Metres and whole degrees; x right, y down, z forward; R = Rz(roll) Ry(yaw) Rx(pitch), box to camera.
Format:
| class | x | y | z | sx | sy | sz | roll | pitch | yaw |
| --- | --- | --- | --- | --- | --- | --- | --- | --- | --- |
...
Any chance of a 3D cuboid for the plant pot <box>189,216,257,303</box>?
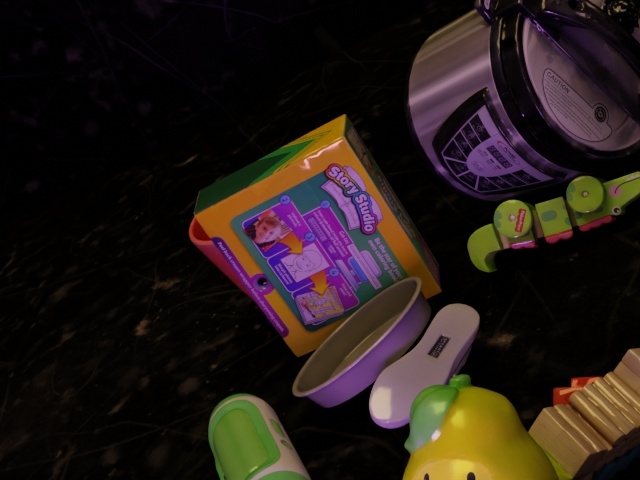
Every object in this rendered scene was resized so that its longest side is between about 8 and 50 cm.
| class | x | y | z | sx | sy | sz | roll | pitch | yaw |
| --- | --- | --- | --- | --- | --- | --- | --- | --- | --- |
| plant pot | -0.093 | 0.006 | 2.258 | 0.275 | 0.243 | 0.275 | -28 | 26 | 15 |

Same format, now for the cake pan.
| class | x | y | z | sx | sy | sz | roll | pitch | yaw |
| --- | --- | --- | --- | --- | --- | --- | --- | --- | --- |
| cake pan | 0.076 | 0.179 | 1.882 | 0.293 | 0.054 | 0.293 | -41 | 8 | 7 |

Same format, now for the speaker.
| class | x | y | z | sx | sy | sz | roll | pitch | yaw |
| --- | --- | --- | --- | --- | --- | --- | --- | --- | --- |
| speaker | -0.099 | 0.361 | 1.778 | 0.131 | 0.131 | 0.296 | -35 | 25 | -3 |

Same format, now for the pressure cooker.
| class | x | y | z | sx | sy | sz | roll | pitch | yaw |
| --- | --- | --- | --- | --- | --- | --- | --- | --- | --- |
| pressure cooker | 0.393 | -0.281 | 1.956 | 0.370 | 0.375 | 0.420 | -6 | -7 | -33 |

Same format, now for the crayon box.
| class | x | y | z | sx | sy | sz | roll | pitch | yaw |
| --- | --- | --- | --- | --- | --- | --- | --- | --- | --- |
| crayon box | 0.000 | 0.000 | 2.016 | 0.313 | 0.363 | 0.106 | -26 | 26 | 15 |

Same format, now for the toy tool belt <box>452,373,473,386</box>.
| class | x | y | z | sx | sy | sz | roll | pitch | yaw |
| --- | --- | --- | --- | --- | --- | --- | --- | --- | --- |
| toy tool belt | 0.219 | 0.244 | 1.689 | 0.052 | 0.051 | 0.083 | -27 | 26 | 14 |

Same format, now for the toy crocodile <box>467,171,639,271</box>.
| class | x | y | z | sx | sy | sz | roll | pitch | yaw |
| --- | --- | --- | --- | --- | --- | --- | --- | --- | --- |
| toy crocodile | 0.414 | -0.040 | 1.905 | 0.340 | 0.105 | 0.115 | -19 | -7 | 18 |

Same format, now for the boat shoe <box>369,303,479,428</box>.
| class | x | y | z | sx | sy | sz | roll | pitch | yaw |
| --- | --- | --- | --- | --- | --- | --- | --- | --- | --- |
| boat shoe | 0.168 | 0.213 | 1.760 | 0.096 | 0.088 | 0.267 | 21 | 50 | 23 |

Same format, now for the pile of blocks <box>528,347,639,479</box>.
| class | x | y | z | sx | sy | sz | roll | pitch | yaw |
| --- | --- | --- | --- | --- | --- | --- | --- | --- | --- |
| pile of blocks | 0.321 | 0.254 | 1.410 | 0.362 | 0.149 | 0.112 | -28 | 52 | -19 |

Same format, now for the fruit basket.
| class | x | y | z | sx | sy | sz | roll | pitch | yaw |
| --- | --- | --- | --- | --- | --- | --- | --- | --- | --- |
| fruit basket | 0.189 | 0.349 | 1.178 | 0.392 | 0.392 | 0.283 | -16 | 30 | 33 |
